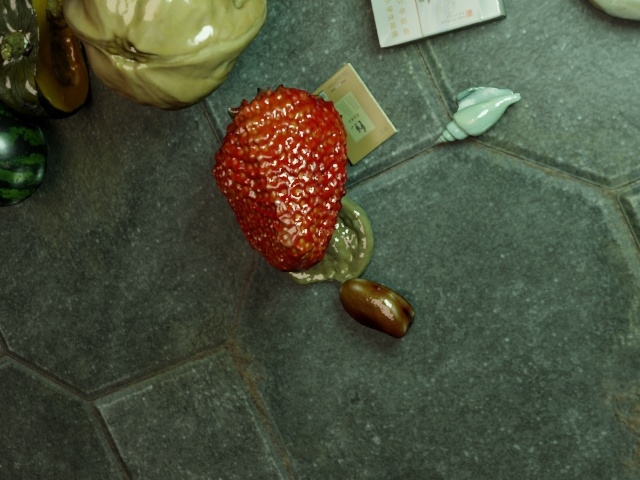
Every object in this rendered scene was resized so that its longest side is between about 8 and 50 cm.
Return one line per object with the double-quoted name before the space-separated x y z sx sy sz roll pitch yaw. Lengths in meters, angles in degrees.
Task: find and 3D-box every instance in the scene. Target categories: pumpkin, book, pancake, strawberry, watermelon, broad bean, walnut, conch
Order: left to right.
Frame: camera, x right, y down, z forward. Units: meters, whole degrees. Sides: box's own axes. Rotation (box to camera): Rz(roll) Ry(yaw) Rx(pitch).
"watermelon" -0.788 -0.213 1.725 0.268 0.269 0.269 6 104 22
"pumpkin" -0.682 -0.433 1.631 0.232 0.242 0.325 -2 97 16
"walnut" -0.291 -0.436 1.381 0.383 0.383 0.384 6 104 22
"strawberry" -0.070 -0.106 1.418 0.312 0.267 0.351 -32 68 60
"pancake" -0.001 0.000 1.541 0.236 0.042 0.223 17 110 20
"book" 0.063 -0.257 1.469 0.118 0.012 0.172 -36 86 26
"broad bean" 0.114 0.138 1.500 0.165 0.084 0.114 18 121 23
"conch" 0.289 -0.235 1.355 0.180 0.088 0.065 -31 132 20

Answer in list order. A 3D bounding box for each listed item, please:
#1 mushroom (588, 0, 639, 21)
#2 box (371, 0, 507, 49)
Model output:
"mushroom" 0.503 -0.466 1.110 0.243 0.243 0.244 6 104 22
"box" 0.211 -0.455 1.328 0.233 0.067 0.150 -9 100 26
